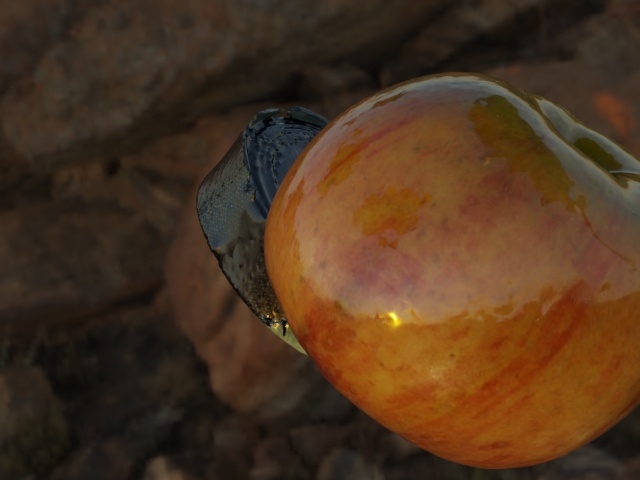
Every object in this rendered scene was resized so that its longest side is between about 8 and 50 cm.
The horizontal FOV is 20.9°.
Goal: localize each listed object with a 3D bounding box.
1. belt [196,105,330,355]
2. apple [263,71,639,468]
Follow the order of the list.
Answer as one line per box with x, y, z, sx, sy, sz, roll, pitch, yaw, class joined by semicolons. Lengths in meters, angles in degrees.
0.000;0.000;0.849;0.105;0.058;0.140;0;48;-40;belt
0.033;0.004;0.349;0.071;0.084;0.084;-50;27;11;apple
